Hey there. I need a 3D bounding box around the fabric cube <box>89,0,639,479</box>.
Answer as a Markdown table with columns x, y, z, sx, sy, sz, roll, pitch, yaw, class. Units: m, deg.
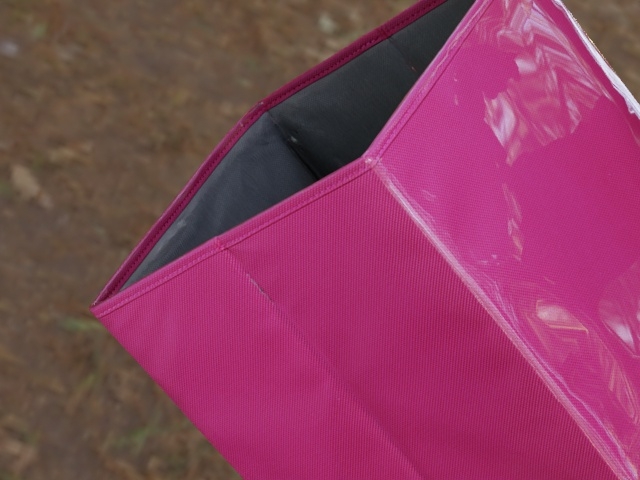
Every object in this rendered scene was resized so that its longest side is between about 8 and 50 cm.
| x | y | z | sx | sy | sz | roll | pitch | yaw | class |
| --- | --- | --- | --- | --- | --- | --- | --- | --- | --- |
| 0.068 | 0.023 | 1.113 | 0.258 | 0.259 | 0.254 | 50 | 42 | -15 | fabric cube |
